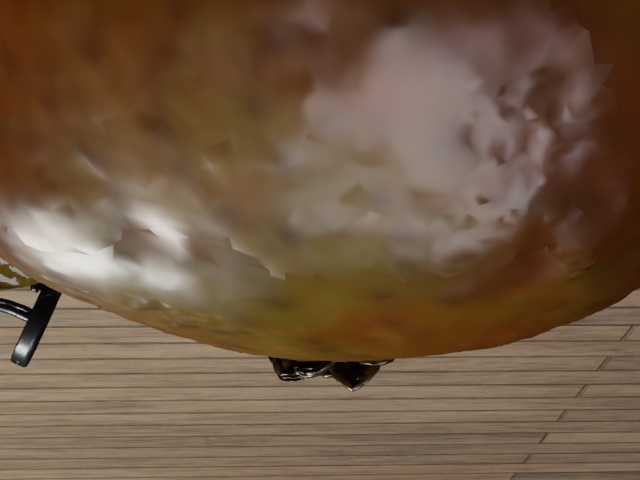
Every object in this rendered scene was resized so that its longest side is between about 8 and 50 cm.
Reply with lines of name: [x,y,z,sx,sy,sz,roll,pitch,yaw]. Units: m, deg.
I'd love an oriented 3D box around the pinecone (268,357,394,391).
pinecone: [0.000,-0.004,1.396,0.243,0.243,0.257,-12,112,22]

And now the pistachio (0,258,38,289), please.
pistachio: [-0.349,0.003,1.537,0.189,0.100,0.110,-6,-179,-12]

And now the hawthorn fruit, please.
hawthorn fruit: [0.027,-0.150,0.738,0.471,0.472,0.472,-2,157,-1]

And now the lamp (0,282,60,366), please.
lamp: [-0.467,0.077,1.677,0.371,0.109,0.130,6,153,-17]
